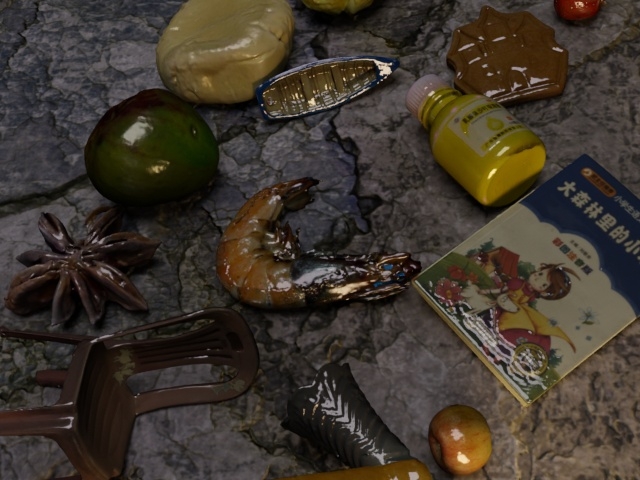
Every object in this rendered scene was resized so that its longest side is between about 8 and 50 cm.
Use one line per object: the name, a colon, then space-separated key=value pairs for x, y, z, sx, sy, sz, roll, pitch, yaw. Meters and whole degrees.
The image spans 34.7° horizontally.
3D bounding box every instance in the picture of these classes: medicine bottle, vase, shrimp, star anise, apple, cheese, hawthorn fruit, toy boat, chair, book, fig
medicine bottle: x=0.210 y=-0.154 z=1.461 sx=0.122 sy=0.122 sz=0.212 roll=-33 pitch=56 yaw=-13
vase: x=0.071 y=0.259 z=1.209 sx=0.115 sy=0.115 sz=0.237 roll=-39 pitch=61 yaw=-17
shrimp: x=0.000 y=0.000 z=1.433 sx=0.290 sy=0.054 sz=0.222 roll=1 pitch=54 yaw=10
star anise: x=-0.343 y=0.037 z=1.452 sx=0.236 sy=0.093 sz=0.229 roll=-32 pitch=61 yaw=-8
apple: x=0.167 y=0.236 z=1.218 sx=0.071 sy=0.084 sz=0.084 roll=-11 pitch=53 yaw=-13
cheese: x=-0.154 y=-0.322 z=1.654 sx=0.226 sy=0.117 sz=0.214 roll=-2 pitch=49 yaw=15
hawthorn fruit: x=0.412 y=-0.390 z=1.617 sx=0.093 sy=0.093 sz=0.093 roll=-5 pitch=54 yaw=7
toy boat: x=0.011 y=-0.248 z=1.602 sx=0.229 sy=0.080 sz=0.046 roll=-19 pitch=19 yaw=-3
chair: x=-0.252 y=0.197 z=1.268 sx=0.326 sy=0.175 sz=0.183 roll=-6 pitch=45 yaw=14
book: x=0.313 y=0.041 z=1.348 sx=0.322 sy=0.018 sz=0.228 roll=-36 pitch=65 yaw=-15
fig: x=-0.246 y=-0.131 z=1.505 sx=0.191 sy=0.181 sz=0.181 roll=14 pitch=54 yaw=-15

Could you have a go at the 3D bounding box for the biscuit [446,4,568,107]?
biscuit: x=0.285 y=-0.296 z=1.601 sx=0.182 sy=0.034 sz=0.215 roll=-14 pitch=54 yaw=0

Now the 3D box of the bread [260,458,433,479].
bread: x=-0.059 y=0.368 z=1.012 sx=0.362 sy=0.233 sz=0.245 roll=-1 pitch=52 yaw=-14

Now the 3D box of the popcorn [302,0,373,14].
popcorn: x=0.027 y=-0.465 z=1.677 sx=0.198 sy=0.212 sz=0.198 roll=-3 pitch=83 yaw=27
